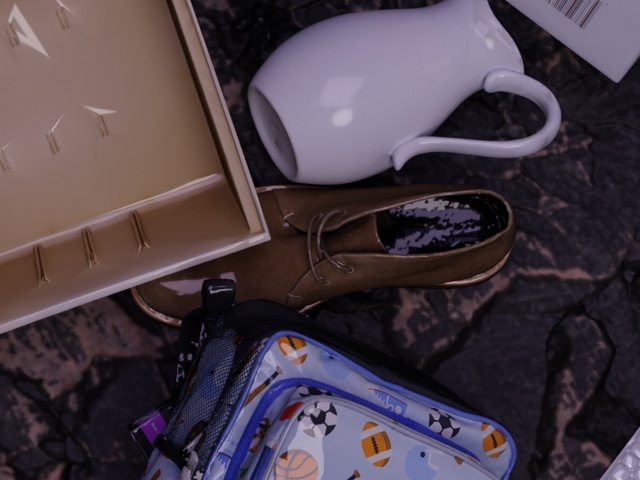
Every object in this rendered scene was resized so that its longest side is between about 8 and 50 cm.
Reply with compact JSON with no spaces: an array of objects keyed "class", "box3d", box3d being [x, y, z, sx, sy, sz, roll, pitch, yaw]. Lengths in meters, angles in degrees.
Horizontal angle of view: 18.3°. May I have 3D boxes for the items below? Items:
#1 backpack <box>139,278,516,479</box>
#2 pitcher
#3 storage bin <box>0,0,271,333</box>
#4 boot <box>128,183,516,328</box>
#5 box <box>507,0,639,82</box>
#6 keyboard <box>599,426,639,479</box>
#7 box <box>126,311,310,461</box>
[{"class":"backpack","box3d":[-0.009,0.206,1.410,0.276,0.213,0.263,27,97,-18]},{"class":"pitcher","box3d":[0.065,-0.107,1.532,0.207,0.125,0.178,-25,57,-15]},{"class":"storage bin","box3d":[-0.206,-0.092,1.457,0.262,0.123,0.260,-19,115,-3]},{"class":"boot","box3d":[0.000,0.000,1.519,0.305,0.115,0.112,-9,82,-3]},{"class":"box","box3d":[0.236,-0.230,1.557,0.130,0.091,0.170,37,49,5]},{"class":"keyboard","box3d":[0.262,0.187,1.540,0.072,0.014,0.256,38,78,6]},{"class":"box","box3d":[-0.050,0.145,1.507,0.162,0.029,0.116,-32,103,-8]}]
